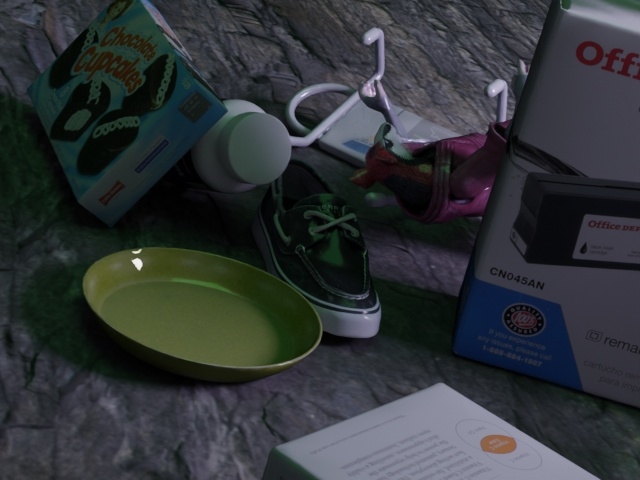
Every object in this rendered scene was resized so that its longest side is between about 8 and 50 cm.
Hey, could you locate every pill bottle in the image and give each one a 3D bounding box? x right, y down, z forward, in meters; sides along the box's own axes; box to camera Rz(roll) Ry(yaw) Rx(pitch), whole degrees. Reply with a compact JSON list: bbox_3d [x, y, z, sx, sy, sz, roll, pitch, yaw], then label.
[{"bbox_3d":[-0.115,-0.109,1.895,0.108,0.108,0.193,0,5,-32],"label":"pill bottle"}]

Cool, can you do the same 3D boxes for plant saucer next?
[{"bbox_3d":[-0.119,0.077,1.639,0.241,0.037,0.241,13,24,-6],"label":"plant saucer"}]

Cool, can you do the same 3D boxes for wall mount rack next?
[{"bbox_3d":[0.069,-0.134,2.128,0.350,0.130,0.304,26,52,27],"label":"wall mount rack"}]

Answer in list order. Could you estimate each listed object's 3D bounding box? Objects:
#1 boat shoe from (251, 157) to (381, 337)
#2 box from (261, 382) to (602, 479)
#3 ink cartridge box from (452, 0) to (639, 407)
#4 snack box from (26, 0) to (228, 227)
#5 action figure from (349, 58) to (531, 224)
[{"bbox_3d":[0.000,0.000,1.801,0.108,0.102,0.301,7,24,-18],"label":"boat shoe"},{"bbox_3d":[0.137,0.273,1.189,0.345,0.168,0.215,30,27,32],"label":"box"},{"bbox_3d":[0.327,-0.044,1.731,0.286,0.394,0.166,16,23,3],"label":"ink cartridge box"},{"bbox_3d":[-0.232,-0.164,1.926,0.060,0.187,0.322,42,7,-33],"label":"snack box"},{"bbox_3d":[0.188,-0.068,1.948,0.370,0.275,0.248,-7,5,-32],"label":"action figure"}]
